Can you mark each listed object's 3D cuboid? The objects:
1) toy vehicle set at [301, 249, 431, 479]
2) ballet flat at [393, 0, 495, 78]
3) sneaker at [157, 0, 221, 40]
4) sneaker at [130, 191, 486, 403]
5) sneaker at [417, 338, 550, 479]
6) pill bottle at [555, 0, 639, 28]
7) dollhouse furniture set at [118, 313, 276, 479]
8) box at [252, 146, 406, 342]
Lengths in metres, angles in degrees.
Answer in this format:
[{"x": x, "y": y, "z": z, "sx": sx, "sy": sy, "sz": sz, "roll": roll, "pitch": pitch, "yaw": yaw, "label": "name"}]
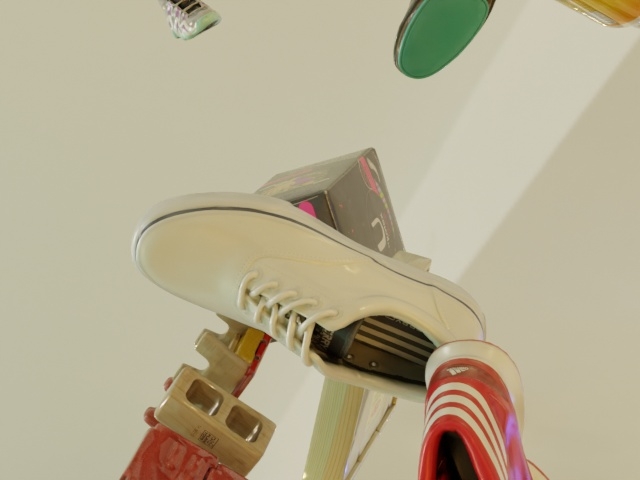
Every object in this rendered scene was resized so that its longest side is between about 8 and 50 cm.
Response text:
[{"x": 0.046, "y": 0.116, "z": 1.288, "sx": 0.035, "sy": 0.166, "sz": 0.267, "roll": 15, "pitch": 14, "yaw": 11, "label": "toy vehicle set"}, {"x": 0.179, "y": -0.325, "z": 1.710, "sx": 0.095, "sy": 0.096, "sz": 0.280, "roll": 25, "pitch": -62, "yaw": -20, "label": "ballet flat"}, {"x": -0.126, "y": -0.215, "z": 1.243, "sx": 0.069, "sy": 0.038, "sz": 0.098, "roll": 62, "pitch": -18, "yaw": -16, "label": "sneaker"}, {"x": -0.007, "y": 0.039, "z": 0.951, "sx": 0.258, "sy": 0.091, "sz": 0.094, "roll": 16, "pitch": -64, "yaw": -3, "label": "sneaker"}, {"x": 0.104, "y": 0.186, "z": 0.898, "sx": 0.087, "sy": 0.128, "sz": 0.221, "roll": -13, "pitch": -66, "yaw": 25, "label": "sneaker"}, {"x": 0.362, "y": -0.350, "z": 1.781, "sx": 0.136, "sy": 0.136, "sz": 0.245, "roll": -17, "pitch": -21, "yaw": 39, "label": "pill bottle"}, {"x": -0.137, "y": 0.254, "z": 1.503, "sx": 0.152, "sy": 0.374, "sz": 0.201, "roll": 34, "pitch": -61, "yaw": -5, "label": "dollhouse furniture set"}, {"x": 0.000, "y": 0.000, "z": 1.740, "sx": 0.143, "sy": 0.165, "sz": 0.270, "roll": -15, "pitch": 11, "yaw": 18, "label": "box"}]
